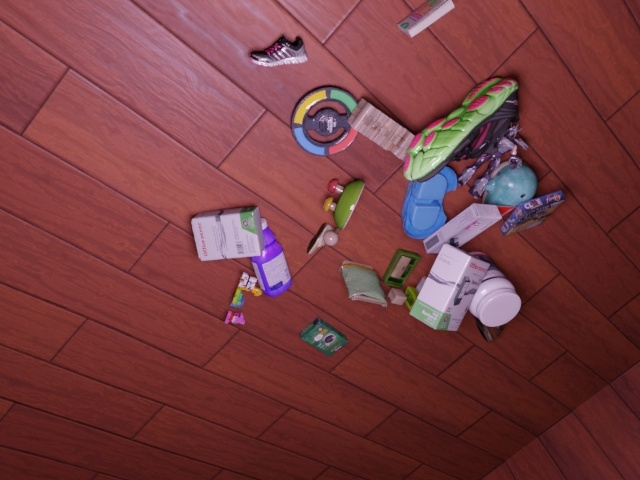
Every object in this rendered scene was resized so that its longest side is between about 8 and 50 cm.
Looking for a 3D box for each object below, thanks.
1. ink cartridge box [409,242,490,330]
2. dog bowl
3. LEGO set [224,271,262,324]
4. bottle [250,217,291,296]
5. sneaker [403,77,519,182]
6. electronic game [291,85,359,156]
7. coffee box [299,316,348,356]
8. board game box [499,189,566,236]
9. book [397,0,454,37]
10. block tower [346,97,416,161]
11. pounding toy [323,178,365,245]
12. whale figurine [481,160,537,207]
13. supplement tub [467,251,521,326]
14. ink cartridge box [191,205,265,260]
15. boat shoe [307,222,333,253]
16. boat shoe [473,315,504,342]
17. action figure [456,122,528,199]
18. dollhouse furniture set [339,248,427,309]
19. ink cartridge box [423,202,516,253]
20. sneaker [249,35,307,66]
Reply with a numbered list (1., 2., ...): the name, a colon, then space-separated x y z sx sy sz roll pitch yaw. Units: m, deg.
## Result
1. ink cartridge box: 0.475 0.174 1.939 0.211 0.122 0.289 15 101 -53
2. dog bowl: 0.381 -0.149 1.914 0.166 0.074 0.297 0 124 -16
3. LEGO set: -0.270 0.207 1.958 0.093 0.087 0.227 19 117 -9
4. bottle: -0.186 0.058 1.868 0.118 0.092 0.282 -35 124 -33
5. sneaker: 0.470 -0.321 1.679 0.483 0.185 0.202 -38 119 -12
6. electronic game: 0.020 -0.372 1.676 0.230 0.048 0.229 -7 124 -11
7. coffee box: 0.014 0.402 2.201 0.113 0.040 0.184 -43 123 15
8. board game box: 0.793 -0.098 2.001 0.165 0.042 0.243 -18 161 -7
9. book: 0.301 -0.652 1.537 0.144 0.096 0.035 -36 126 9
10. block tower: 0.232 -0.336 1.711 0.336 0.097 0.091 24 109 -38
11. pounding toy: 0.055 -0.117 1.806 0.110 0.183 0.236 25 120 -1
12. whale figurine: 0.677 -0.159 1.949 0.216 0.141 0.272 21 117 -28
13. supplement tub: 0.642 0.187 2.091 0.191 0.272 0.191 -8 125 -11
14. ink cartridge box: -0.300 -0.023 1.744 0.209 0.087 0.152 -5 108 7
15. boat shoe: 0.000 0.000 1.920 0.045 0.050 0.135 27 113 -23
16. boat shoe: 0.728 0.324 2.320 0.105 0.110 0.307 -31 136 2
17. action figure: 0.599 -0.286 1.848 0.185 0.099 0.285 37 110 5
18. dollhouse furniture set: 0.243 0.131 1.986 0.302 0.197 0.151 14 120 -24
19. ink cartridge box: 0.550 -0.037 1.937 0.239 0.060 0.275 2 151 -33
20. sneaker: -0.120 -0.542 1.514 0.171 0.063 0.074 -11 126 -15
